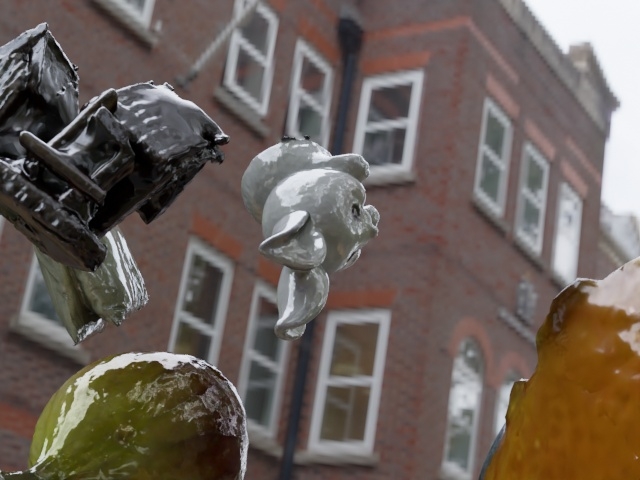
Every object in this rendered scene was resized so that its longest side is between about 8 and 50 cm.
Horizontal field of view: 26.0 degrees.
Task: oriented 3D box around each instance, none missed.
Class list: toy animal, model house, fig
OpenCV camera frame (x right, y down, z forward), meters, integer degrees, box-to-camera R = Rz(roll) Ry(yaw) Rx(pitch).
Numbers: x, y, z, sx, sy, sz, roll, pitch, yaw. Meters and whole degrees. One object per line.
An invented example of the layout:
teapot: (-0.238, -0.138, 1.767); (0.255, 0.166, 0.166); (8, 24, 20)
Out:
toy animal: (0.000, -0.003, 1.223); (0.130, 0.221, 0.104); (2, -61, -9)
model house: (-0.185, -0.079, 1.015); (0.203, 0.164, 0.141); (35, -15, 13)
fig: (-0.163, 0.145, 0.987); (0.230, 0.143, 0.160); (20, -50, -36)

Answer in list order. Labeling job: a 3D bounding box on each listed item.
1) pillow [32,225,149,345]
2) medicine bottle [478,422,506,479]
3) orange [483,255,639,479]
pillow: (-0.209, 0.022, 1.225); (0.077, 0.134, 0.181); (-20, 3, -1)
medicine bottle: (0.250, 0.204, 0.917); (0.293, 0.141, 0.141); (30, -12, 25)
orange: (0.209, 0.137, 0.450); (0.274, 0.274, 0.310); (-6, -17, 34)
